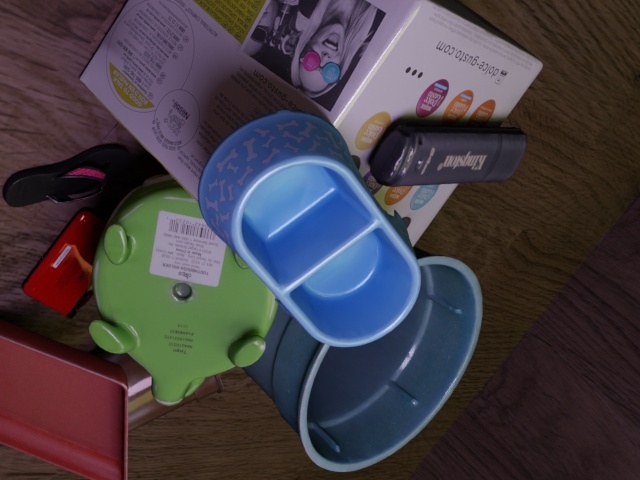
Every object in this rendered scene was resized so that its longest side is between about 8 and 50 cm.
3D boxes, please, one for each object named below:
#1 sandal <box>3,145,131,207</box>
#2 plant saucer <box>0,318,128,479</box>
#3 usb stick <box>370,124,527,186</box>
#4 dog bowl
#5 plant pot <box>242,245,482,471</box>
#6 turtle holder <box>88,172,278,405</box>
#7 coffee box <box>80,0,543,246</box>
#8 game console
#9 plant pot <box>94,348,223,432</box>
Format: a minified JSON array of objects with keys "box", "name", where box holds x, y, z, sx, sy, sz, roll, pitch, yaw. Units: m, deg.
[{"box":[-0.309,-0.071,1.525,0.179,0.040,0.067,-22,144,-40],"name":"sandal"},{"box":[-0.365,0.208,1.633,0.258,0.259,0.047,100,14,-47],"name":"plant saucer"},{"box":[0.154,-0.098,1.403,0.278,0.045,0.077,-6,133,-53],"name":"usb stick"},{"box":[0.000,0.000,1.266,0.166,0.074,0.297,-37,129,3],"name":"dog bowl"},{"box":[-0.003,0.102,1.773,0.341,0.334,0.341,-26,132,-32],"name":"plant pot"},{"box":[-0.154,0.058,1.581,0.243,0.227,0.320,-16,112,10],"name":"turtle holder"},{"box":[-0.008,-0.198,1.461,0.334,0.338,0.338,-55,151,16],"name":"coffee box"},{"box":[-0.323,0.025,1.665,0.124,0.085,0.144,34,99,-31],"name":"game console"},{"box":[-0.259,0.198,1.843,0.165,0.167,0.167,-30,149,-16],"name":"plant pot"}]
